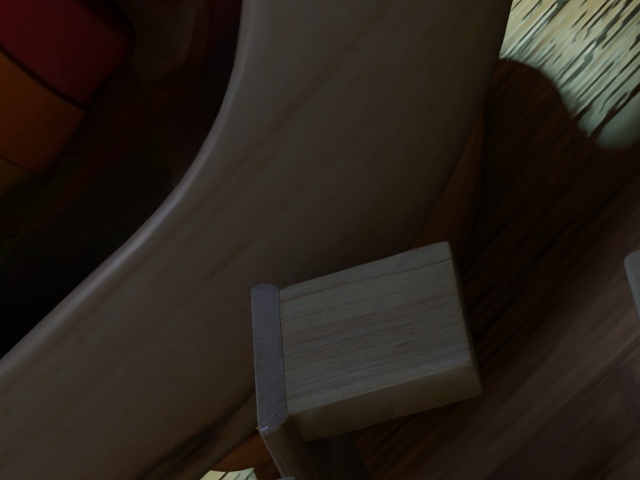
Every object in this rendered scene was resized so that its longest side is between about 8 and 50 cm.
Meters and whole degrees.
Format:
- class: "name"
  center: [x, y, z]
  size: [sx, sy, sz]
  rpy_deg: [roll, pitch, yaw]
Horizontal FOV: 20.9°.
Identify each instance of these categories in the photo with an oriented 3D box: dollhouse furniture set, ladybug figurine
- class: "dollhouse furniture set"
  center: [0.075, 0.082, 0.460]
  size: [0.151, 0.123, 0.144]
  rpy_deg: [-16, 39, 9]
- class: "ladybug figurine"
  center: [-0.115, -0.050, 0.607]
  size: [0.449, 0.305, 0.162]
  rpy_deg: [-39, -8, 20]

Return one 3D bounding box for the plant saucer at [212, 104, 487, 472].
- class: "plant saucer"
  center: [0.000, 0.000, 0.673]
  size: [0.200, 0.037, 0.200]
  rpy_deg: [-44, 29, 33]
